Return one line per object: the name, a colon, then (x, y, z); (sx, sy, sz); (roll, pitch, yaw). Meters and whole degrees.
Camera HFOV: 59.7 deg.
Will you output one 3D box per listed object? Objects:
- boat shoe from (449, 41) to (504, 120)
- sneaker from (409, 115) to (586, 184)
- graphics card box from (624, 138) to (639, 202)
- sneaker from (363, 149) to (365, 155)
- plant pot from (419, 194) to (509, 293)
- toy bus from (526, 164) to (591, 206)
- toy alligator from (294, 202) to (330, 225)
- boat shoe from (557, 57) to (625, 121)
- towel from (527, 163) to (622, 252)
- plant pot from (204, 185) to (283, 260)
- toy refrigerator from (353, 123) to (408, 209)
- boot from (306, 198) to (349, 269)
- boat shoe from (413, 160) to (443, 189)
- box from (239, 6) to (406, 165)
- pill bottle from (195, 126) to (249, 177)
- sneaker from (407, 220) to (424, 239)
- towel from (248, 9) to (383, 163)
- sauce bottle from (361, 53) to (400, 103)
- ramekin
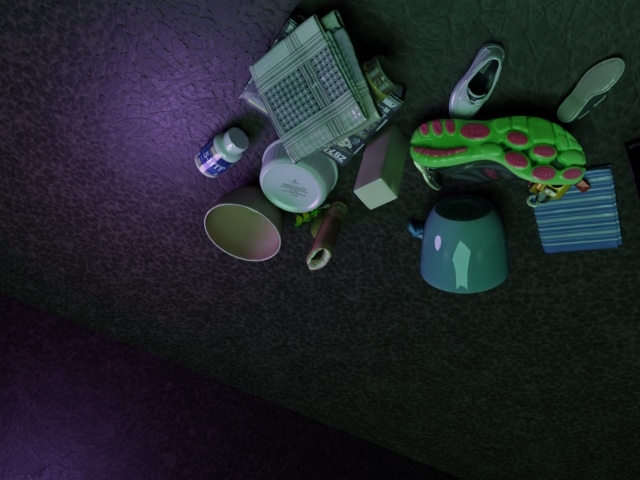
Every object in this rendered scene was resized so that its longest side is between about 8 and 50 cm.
boat shoe: (0.420, -0.414, 1.532); (0.095, 0.084, 0.258); (16, 139, 1)
sneaker: (0.506, -0.256, 1.606); (0.482, 0.185, 0.202); (13, 180, 21)
graphics card box: (0.921, -0.086, 1.497); (0.094, 0.371, 0.233); (-18, 128, 33)
sneaker: (0.170, -0.269, 1.821); (0.035, 0.031, 0.083); (-30, 126, 24)
plant pot: (0.465, -0.007, 1.817); (0.293, 0.293, 0.235); (1, 123, 18)
toy bus: (0.687, -0.172, 1.655); (0.191, 0.104, 0.202); (-10, 120, 31)
toy alligator: (-0.037, -0.111, 2.045); (0.189, 0.056, 0.051); (-31, 79, 40)
boat shoe: (0.723, -0.398, 1.481); (0.065, 0.075, 0.206); (-8, 149, -40)
towel: (0.817, -0.091, 1.786); (0.243, 0.040, 0.336); (-7, 131, 28)
plant pot: (-0.254, -0.089, 2.034); (0.284, 0.191, 0.284); (10, 137, 10)
toy refrigerator: (0.189, -0.223, 1.678); (0.102, 0.269, 0.094); (-24, 125, 36)
boot: (0.000, 0.000, 1.981); (0.089, 0.269, 0.236); (27, 137, -7)
boat shoe: (0.353, -0.222, 1.783); (0.049, 0.056, 0.152); (-21, 126, 41)
box: (0.003, -0.434, 1.648); (0.395, 0.097, 0.318); (31, 134, -15)
pill bottle: (-0.331, -0.302, 1.893); (0.112, 0.112, 0.186); (40, 134, -23)
sneaker: (0.371, -0.034, 1.984); (0.144, 0.053, 0.059); (27, 139, -22)
towel: (-0.024, -0.400, 1.485); (0.324, 0.056, 0.312); (-23, 92, 35)
sauce bottle: (0.057, -0.375, 1.543); (0.344, 0.111, 0.111); (-27, 122, 36)
ramekin: (-0.081, -0.213, 1.889); (0.272, 0.127, 0.273); (10, 137, 9)
